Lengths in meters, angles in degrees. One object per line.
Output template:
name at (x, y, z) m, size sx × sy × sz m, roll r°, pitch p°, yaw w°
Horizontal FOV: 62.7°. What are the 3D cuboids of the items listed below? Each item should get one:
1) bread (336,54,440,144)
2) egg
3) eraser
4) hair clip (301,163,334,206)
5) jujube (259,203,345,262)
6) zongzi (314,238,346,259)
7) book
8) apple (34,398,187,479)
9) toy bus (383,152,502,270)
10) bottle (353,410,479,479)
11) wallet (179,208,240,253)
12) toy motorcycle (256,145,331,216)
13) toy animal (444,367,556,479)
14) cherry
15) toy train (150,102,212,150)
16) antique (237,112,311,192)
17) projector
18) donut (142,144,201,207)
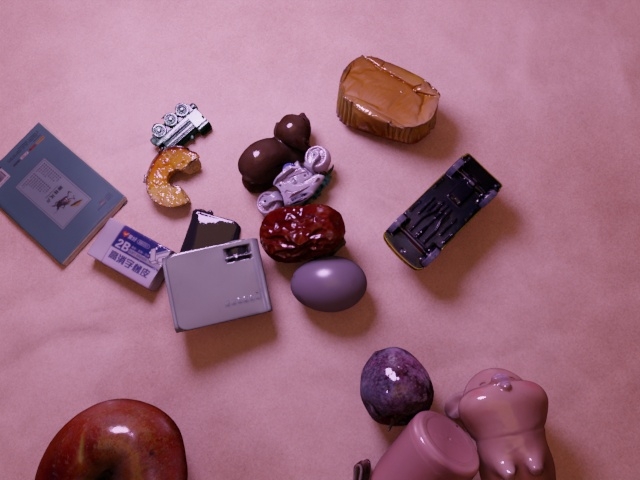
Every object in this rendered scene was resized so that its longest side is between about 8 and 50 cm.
bread at (0.186, -0.376, 1.471) m, size 0.288 × 0.156 × 0.204 m, roll 22°, pitch 70°, yaw 10°
egg at (0.021, 0.112, 1.361) m, size 0.198 × 0.146 × 0.147 m, roll 2°, pitch 77°, yaw 5°
eraser at (-0.516, 0.039, 1.446) m, size 0.210 × 0.068 × 0.125 m, roll 28°, pitch 80°, yaw 9°
hair clip at (-0.010, -0.144, 1.474) m, size 0.049 × 0.049 × 0.173 m, roll 29°, pitch 81°, yaw 9°
jujube at (-0.048, -0.023, 1.369) m, size 0.230 × 0.155 × 0.155 m, roll -13°, pitch 74°, yaw 34°
zongzi at (0.000, 0.000, 1.444) m, size 0.104 × 0.052 × 0.113 m, roll -43°, pitch 65°, yaw -1°
book at (-0.777, -0.140, 1.518) m, size 0.379 × 0.031 × 0.264 m, roll 40°, pitch 82°, yaw 11°
apple at (-0.474, 0.544, 1.217) m, size 0.348 × 0.277 × 0.349 m, roll 0°, pitch 77°, yaw -1°
toy bus at (0.313, -0.065, 1.390) m, size 0.331 × 0.151 × 0.145 m, roll -43°, pitch 84°, yaw -9°
bottle at (0.201, 0.537, 1.209) m, size 0.206 × 0.173 × 0.297 m, roll 46°, pitch 117°, yaw 32°
wallet at (-0.317, 0.039, 1.450) m, size 0.149 × 0.044 × 0.250 m, roll 17°, pitch 78°, yaw 3°
toy motorcycle at (-0.065, -0.152, 1.442) m, size 0.254 × 0.112 × 0.112 m, roll -43°, pitch 78°, yaw 5°
toy animal at (0.443, 0.462, 1.231) m, size 0.236 × 0.269 × 0.327 m, roll -12°, pitch 108°, yaw 0°
cherry at (0.181, 0.352, 1.279) m, size 0.195 × 0.195 × 0.195 m, roll -1°, pitch 77°, yaw 3°
toy train at (-0.409, -0.321, 1.527) m, size 0.170 × 0.071 × 0.111 m, roll -44°, pitch 86°, yaw -7°
antique at (-0.123, -0.253, 1.461) m, size 0.257 × 0.143 × 0.121 m, roll -40°, pitch 76°, yaw -9°
projector at (-0.267, 0.115, 1.367) m, size 0.250 × 0.108 × 0.198 m, roll -12°, pitch 83°, yaw -12°
donut at (-0.418, -0.178, 1.491) m, size 0.146 × 0.078 × 0.181 m, roll 10°, pitch 84°, yaw 6°
